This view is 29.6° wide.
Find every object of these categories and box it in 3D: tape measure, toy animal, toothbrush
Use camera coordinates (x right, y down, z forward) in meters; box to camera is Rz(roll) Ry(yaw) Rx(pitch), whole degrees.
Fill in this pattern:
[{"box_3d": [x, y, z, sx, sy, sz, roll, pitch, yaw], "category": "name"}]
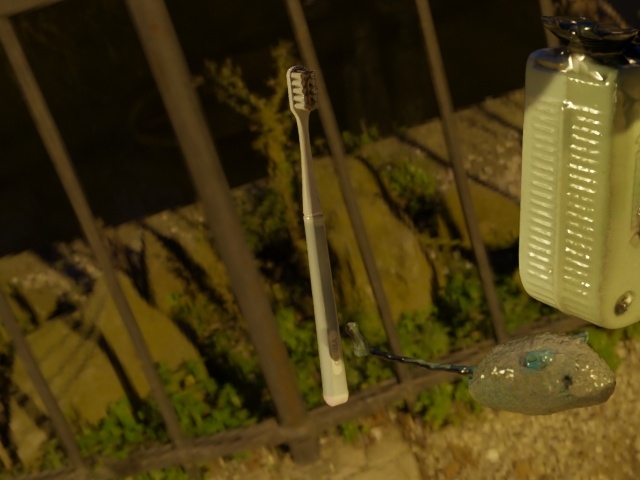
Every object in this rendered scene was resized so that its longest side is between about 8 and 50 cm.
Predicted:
[{"box_3d": [0.249, -0.066, 0.902, 0.207, 0.235, 0.115, -18, 28, -33], "category": "tape measure"}, {"box_3d": [0.150, 0.115, 1.123, 0.253, 0.079, 0.070, 6, 19, 29], "category": "toy animal"}, {"box_3d": [-0.001, 0.000, 1.188, 0.025, 0.342, 0.030, -12, 15, -26], "category": "toothbrush"}]
